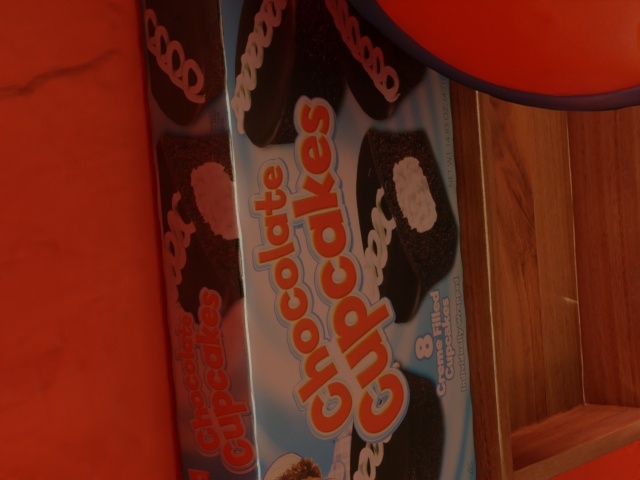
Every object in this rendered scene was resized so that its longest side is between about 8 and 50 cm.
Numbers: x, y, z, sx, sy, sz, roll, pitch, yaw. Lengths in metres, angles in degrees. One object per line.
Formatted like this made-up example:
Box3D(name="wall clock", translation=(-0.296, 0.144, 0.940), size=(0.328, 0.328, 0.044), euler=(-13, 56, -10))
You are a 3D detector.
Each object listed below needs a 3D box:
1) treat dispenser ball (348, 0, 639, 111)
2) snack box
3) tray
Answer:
Box3D(name="treat dispenser ball", translation=(0.124, -0.204, 0.729), size=(0.288, 0.288, 0.288), euler=(0, 90, -50))
Box3D(name="snack box", translation=(0.000, 0.000, 0.837), size=(0.187, 0.060, 0.322), euler=(-11, 98, -49))
Box3D(name="tray", translation=(0.126, -0.068, 0.980), size=(0.203, 0.076, 0.411), euler=(-10, 99, -50))
